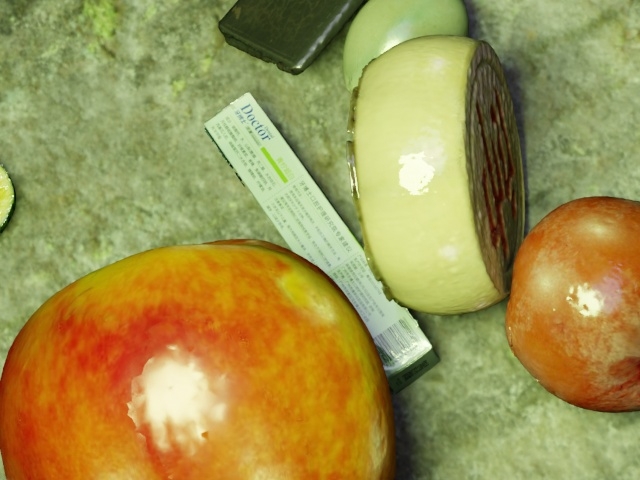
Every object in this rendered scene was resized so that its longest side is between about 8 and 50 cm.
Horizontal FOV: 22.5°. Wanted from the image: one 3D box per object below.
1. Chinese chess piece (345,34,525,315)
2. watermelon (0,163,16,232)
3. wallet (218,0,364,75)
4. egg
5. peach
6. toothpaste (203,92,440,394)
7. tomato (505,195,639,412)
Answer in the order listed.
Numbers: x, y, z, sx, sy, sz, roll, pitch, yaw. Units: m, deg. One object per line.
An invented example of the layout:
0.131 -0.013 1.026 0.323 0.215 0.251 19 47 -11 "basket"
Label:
0.117 -0.063 1.548 0.112 0.270 0.270 -5 75 20 "Chinese chess piece"
-0.378 -0.039 1.744 0.105 0.062 0.105 -1 73 3 "watermelon"
0.033 -0.317 1.725 0.321 0.044 0.170 -52 44 -5 "wallet"
0.086 -0.205 1.672 0.152 0.114 0.114 -44 72 -6 "egg"
-0.104 0.183 1.486 0.388 0.388 0.388 -3 75 10 "peach"
0.000 0.000 1.653 0.067 0.081 0.336 -35 72 0 "toothpaste"
0.281 0.063 1.517 0.184 0.208 0.208 17 79 34 "tomato"
